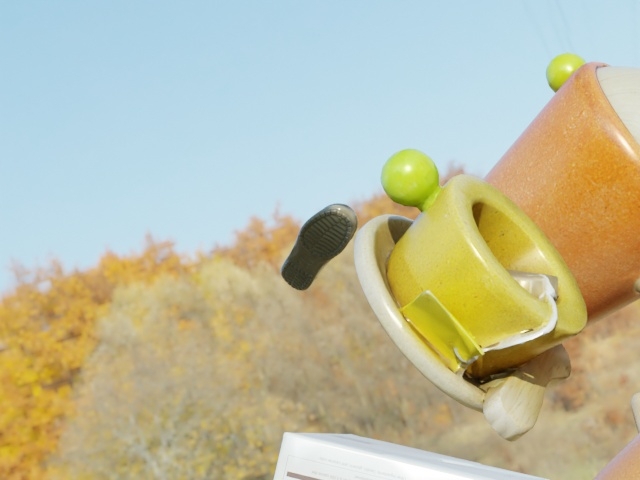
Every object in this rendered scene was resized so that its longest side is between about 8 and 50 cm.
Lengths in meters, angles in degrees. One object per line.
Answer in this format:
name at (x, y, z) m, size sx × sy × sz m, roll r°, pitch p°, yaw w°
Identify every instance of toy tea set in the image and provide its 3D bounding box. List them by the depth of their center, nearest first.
toy tea set at (0.173, 0.060, 0.471) m, size 0.124 × 0.336 × 0.200 m, roll -43°, pitch 2°, yaw 26°

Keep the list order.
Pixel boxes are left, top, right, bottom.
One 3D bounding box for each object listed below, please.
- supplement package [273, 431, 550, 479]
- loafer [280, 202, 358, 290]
supplement package at (0.079, 0.246, 1.003) m, size 0.204 × 0.145 × 0.262 m, roll 11°, pitch -7°, yaw 14°
loafer at (0.000, 0.000, 1.451) m, size 0.148 × 0.056 × 0.050 m, roll -48°, pitch 4°, yaw 44°
